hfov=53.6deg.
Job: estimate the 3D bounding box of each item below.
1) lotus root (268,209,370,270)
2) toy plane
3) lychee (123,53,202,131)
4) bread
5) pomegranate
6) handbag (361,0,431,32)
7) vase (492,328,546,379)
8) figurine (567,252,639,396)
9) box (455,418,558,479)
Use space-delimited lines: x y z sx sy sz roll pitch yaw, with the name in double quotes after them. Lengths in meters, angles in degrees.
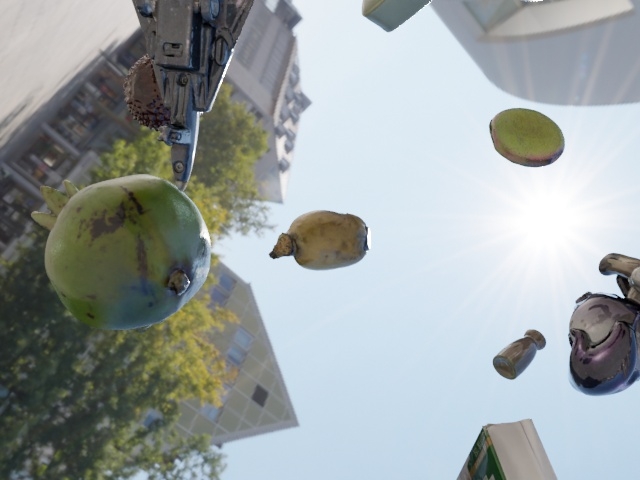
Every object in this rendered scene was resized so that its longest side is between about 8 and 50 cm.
0.000 0.000 1.330 0.118 0.220 0.125 94 -9 -46 "lotus root"
-0.168 -0.219 0.772 0.103 0.204 0.317 -6 103 -79 "toy plane"
-0.228 -0.219 0.930 0.129 0.123 0.123 -7 -136 45 "lychee"
0.603 -0.306 1.845 0.034 0.228 0.229 97 19 -59 "bread"
-0.336 0.003 1.038 0.260 0.340 0.261 -52 160 -28 "pomegranate"
0.174 -0.516 1.129 0.256 0.079 0.220 -27 -129 45 "handbag"
0.359 0.202 1.137 0.100 0.053 0.053 -32 -167 -30 "vase"
0.444 0.133 0.930 0.222 0.145 0.145 -56 -156 -8 "figurine"
0.264 0.363 0.898 0.081 0.199 0.135 -5 -135 -8 "box"
